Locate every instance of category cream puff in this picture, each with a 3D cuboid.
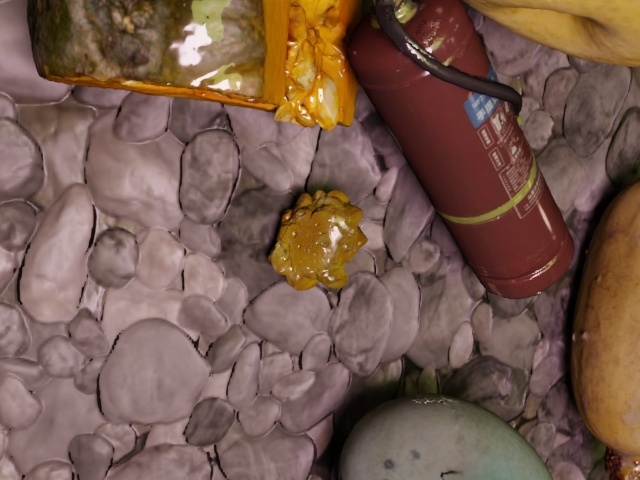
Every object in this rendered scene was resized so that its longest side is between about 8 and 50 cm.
[{"bbox_3d":[0.000,0.000,0.656,0.058,0.083,0.083,-24,101,-73],"label":"cream puff"}]

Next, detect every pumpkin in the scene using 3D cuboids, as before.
[{"bbox_3d":[-0.042,-0.151,0.527,0.280,0.190,0.139,2,95,-32],"label":"pumpkin"}]

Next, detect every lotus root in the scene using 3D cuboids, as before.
[{"bbox_3d":[0.345,0.101,0.816,0.169,0.151,0.343,9,89,-31],"label":"lotus root"}]

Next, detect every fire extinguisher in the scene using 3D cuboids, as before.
[{"bbox_3d":[0.112,-0.101,0.654,0.105,0.141,0.341,-23,128,18],"label":"fire extinguisher"}]

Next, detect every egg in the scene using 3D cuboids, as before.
[{"bbox_3d":[0.114,0.227,0.686,0.236,0.169,0.169,43,75,-30],"label":"egg"}]

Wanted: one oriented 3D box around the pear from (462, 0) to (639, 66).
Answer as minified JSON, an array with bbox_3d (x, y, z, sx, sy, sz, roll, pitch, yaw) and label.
[{"bbox_3d":[0.217,-0.300,0.576,0.348,0.348,0.349,-5,99,-30],"label":"pear"}]
